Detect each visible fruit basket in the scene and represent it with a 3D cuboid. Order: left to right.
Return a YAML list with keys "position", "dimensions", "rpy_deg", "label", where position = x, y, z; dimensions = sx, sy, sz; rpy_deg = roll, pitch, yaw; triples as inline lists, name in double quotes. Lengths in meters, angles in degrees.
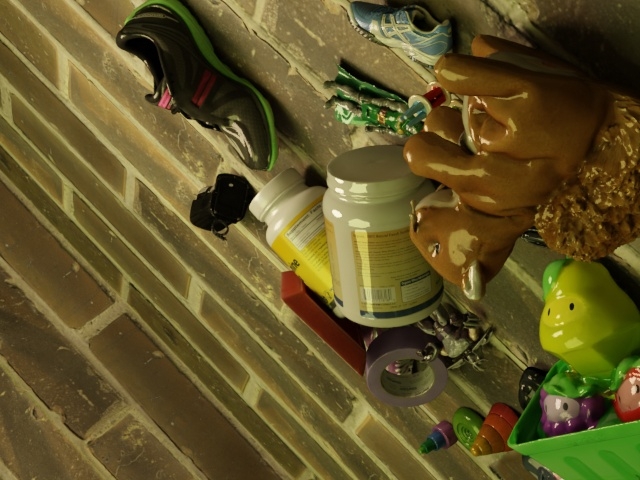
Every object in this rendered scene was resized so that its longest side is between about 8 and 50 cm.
- position: [0.485, 0.220, 1.656]
  dimensions: [0.392, 0.283, 0.392]
  rpy_deg: [24, 139, 23]
  label: "fruit basket"

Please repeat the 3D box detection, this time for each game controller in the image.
- position: [0.548, 0.387, 1.999]
  dimensions: [0.319, 0.067, 0.166]
  rpy_deg: [36, 163, 26]
  label: "game controller"

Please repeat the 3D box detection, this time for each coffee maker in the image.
- position: [-0.274, -0.079, 2.506]
  dimensions: [0.120, 0.171, 0.178]
  rpy_deg: [39, 156, -13]
  label: "coffee maker"

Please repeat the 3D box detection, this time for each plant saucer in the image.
- position: [0.015, 0.176, 2.226]
  dimensions: [0.259, 0.048, 0.258]
  rpy_deg: [45, -173, -10]
  label: "plant saucer"

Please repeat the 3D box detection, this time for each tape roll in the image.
- position: [0.201, 0.297, 2.245]
  dimensions: [0.189, 0.080, 0.189]
  rpy_deg: [0, 125, 0]
  label: "tape roll"

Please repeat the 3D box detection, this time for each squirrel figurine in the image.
- position: [0.318, -0.079, 1.456]
  dimensions: [0.397, 0.281, 0.370]
  rpy_deg: [18, 113, 7]
  label: "squirrel figurine"

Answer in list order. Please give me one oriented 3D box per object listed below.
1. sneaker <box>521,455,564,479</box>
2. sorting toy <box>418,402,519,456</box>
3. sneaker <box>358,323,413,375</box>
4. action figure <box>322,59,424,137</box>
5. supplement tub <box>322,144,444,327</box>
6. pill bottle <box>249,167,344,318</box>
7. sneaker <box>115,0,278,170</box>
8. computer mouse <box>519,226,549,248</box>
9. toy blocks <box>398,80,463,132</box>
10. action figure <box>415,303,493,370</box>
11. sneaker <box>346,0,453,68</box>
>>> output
- position: [0.552, 0.563, 2.109]
  dimensions: [0.319, 0.131, 0.112]
  rpy_deg: [26, 143, 44]
  label: "sneaker"
- position: [0.344, 0.485, 2.314]
  dimensions: [0.127, 0.126, 0.365]
  rpy_deg: [61, 152, 0]
  label: "sorting toy"
- position: [0.195, 0.300, 2.354]
  dimensions: [0.161, 0.102, 0.282]
  rpy_deg: [4, 127, 50]
  label: "sneaker"
- position: [0.107, -0.253, 1.860]
  dimensions: [0.232, 0.063, 0.137]
  rpy_deg: [26, 141, 32]
  label: "action figure"
- position: [0.125, -0.011, 1.911]
  dimensions: [0.228, 0.228, 0.316]
  rpy_deg: [21, 128, 43]
  label: "supplement tub"
- position: [0.000, 0.000, 2.179]
  dimensions: [0.334, 0.188, 0.188]
  rpy_deg: [47, 152, 8]
  label: "pill bottle"
- position: [-0.282, -0.327, 2.180]
  dimensions: [0.483, 0.202, 0.185]
  rpy_deg: [48, 153, 5]
  label: "sneaker"
- position: [0.352, -0.088, 1.656]
  dimensions: [0.189, 0.072, 0.272]
  rpy_deg: [20, 139, 26]
  label: "computer mouse"
- position: [0.195, -0.216, 1.673]
  dimensions: [0.054, 0.148, 0.123]
  rpy_deg: [30, 146, 34]
  label: "toy blocks"
- position: [0.256, 0.184, 2.101]
  dimensions: [0.285, 0.099, 0.185]
  rpy_deg: [44, 123, 6]
  label: "action figure"
- position: [0.141, -0.375, 1.652]
  dimensions: [0.211, 0.080, 0.081]
  rpy_deg: [27, 139, 20]
  label: "sneaker"
